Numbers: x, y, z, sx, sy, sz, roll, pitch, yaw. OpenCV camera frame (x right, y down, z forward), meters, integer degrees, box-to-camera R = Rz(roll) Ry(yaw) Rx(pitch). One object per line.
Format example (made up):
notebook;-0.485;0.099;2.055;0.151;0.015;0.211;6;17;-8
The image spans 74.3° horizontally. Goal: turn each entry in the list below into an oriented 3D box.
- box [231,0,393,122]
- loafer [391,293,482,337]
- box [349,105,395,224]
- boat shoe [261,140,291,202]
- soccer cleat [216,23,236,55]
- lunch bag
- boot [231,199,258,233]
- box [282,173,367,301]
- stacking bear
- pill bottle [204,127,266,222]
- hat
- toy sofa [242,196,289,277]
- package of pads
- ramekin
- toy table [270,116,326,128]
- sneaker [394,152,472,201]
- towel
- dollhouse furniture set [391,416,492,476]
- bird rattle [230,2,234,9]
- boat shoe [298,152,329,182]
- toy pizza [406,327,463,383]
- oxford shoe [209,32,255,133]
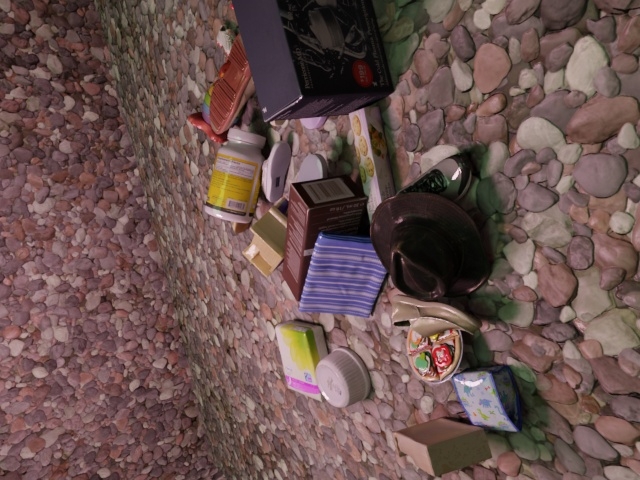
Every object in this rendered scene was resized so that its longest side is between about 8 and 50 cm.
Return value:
box;-0.016;-0.501;1.069;0.179;0.313;0.343;-10;96;54
loafer;0.290;0.207;1.090;0.268;0.102;0.092;4;72;56
box;0.152;-0.206;1.181;0.067;0.063;0.323;0;104;54
boat shoe;-0.179;-0.262;1.562;0.084;0.095;0.258;43;134;28
soccer cleat;-0.339;-0.752;1.595;0.196;0.068;0.076;48;134;33
lunch bag;0.421;0.396;1.054;0.129;0.096;0.151;-31;69;53
boot;-0.370;-0.185;1.849;0.203;0.095;0.262;54;143;26
box;0.000;0.000;1.306;0.143;0.191;0.381;57;150;39
stacking bear;-0.368;-0.555;1.639;0.175;0.164;0.289;38;124;5
pill bottle;-0.317;-0.248;1.617;0.188;0.188;0.333;23;100;46
hat;0.238;0.051;1.033;0.331;0.134;0.331;23;138;22
toy sofa;-0.165;-0.001;1.563;0.150;0.177;0.362;45;158;1
package of pads;-0.065;0.478;1.717;0.229;0.101;0.296;-3;101;51
ramekin;0.073;0.504;1.539;0.207;0.109;0.207;24;122;46
toy table;-0.076;-0.476;1.279;0.252;0.161;0.274;15;114;52
sneaker;0.260;-0.114;1.044;0.271;0.108;0.100;-42;68;49
towel;0.080;0.115;1.279;0.040;0.243;0.336;-97;17;-50
dollhouse furniture set;0.347;0.687;1.073;0.256;0.362;0.394;114;143;-72
bird rattle;-0.173;-0.787;1.357;0.207;0.143;0.253;-51;50;36
boat shoe;0.002;-0.143;1.370;0.113;0.105;0.306;28;132;39
toy pizza;0.300;0.284;1.148;0.201;0.032;0.201;-30;54;51
oxford shoe;-0.272;-0.535;1.493;0.397;0.147;0.140;-47;69;38
